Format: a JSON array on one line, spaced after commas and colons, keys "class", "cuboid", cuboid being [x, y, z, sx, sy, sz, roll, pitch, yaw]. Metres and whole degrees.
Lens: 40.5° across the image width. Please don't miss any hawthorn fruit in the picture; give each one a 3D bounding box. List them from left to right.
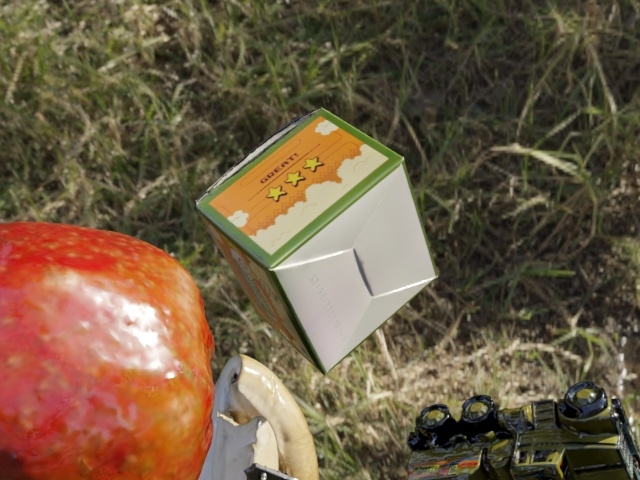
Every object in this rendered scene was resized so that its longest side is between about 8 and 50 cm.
[{"class": "hawthorn fruit", "cuboid": [-0.235, 0.110, 0.671, 0.300, 0.254, 0.254, 5, 47, -22]}]

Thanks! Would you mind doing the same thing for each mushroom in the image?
[{"class": "mushroom", "cuboid": [-0.066, 0.288, 1.049, 0.156, 0.151, 0.286, -33, 46, 46]}]

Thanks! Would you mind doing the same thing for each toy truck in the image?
[{"class": "toy truck", "cuboid": [0.229, 0.254, 0.991, 0.257, 0.127, 0.127, -17, 25, 24]}]

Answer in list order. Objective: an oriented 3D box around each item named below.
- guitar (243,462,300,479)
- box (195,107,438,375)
[{"class": "guitar", "cuboid": [0.055, 0.265, 0.831, 0.271, 0.084, 0.038, 16, 30, -6]}, {"class": "box", "cuboid": [0.000, 0.000, 0.924, 0.177, 0.195, 0.148, -39, 49, -14]}]
